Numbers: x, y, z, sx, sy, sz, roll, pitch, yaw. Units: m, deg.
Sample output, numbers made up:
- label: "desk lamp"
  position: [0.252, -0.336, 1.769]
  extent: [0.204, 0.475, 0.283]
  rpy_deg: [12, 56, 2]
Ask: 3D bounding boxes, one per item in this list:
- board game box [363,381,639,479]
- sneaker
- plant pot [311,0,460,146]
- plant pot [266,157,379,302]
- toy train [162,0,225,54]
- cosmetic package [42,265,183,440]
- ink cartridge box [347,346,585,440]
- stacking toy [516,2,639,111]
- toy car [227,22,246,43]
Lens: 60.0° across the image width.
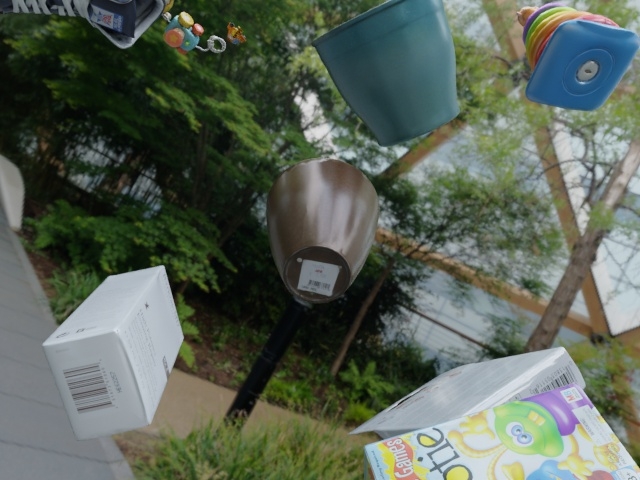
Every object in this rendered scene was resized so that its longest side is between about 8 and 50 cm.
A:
- label: "board game box"
  position: [0.203, 0.297, 0.651]
  extent: [0.142, 0.275, 0.144]
  rpy_deg: [-113, -167, -45]
- label: "sneaker"
  position: [-0.344, -0.322, 0.726]
  extent: [0.153, 0.282, 0.099]
  rpy_deg: [56, -30, 12]
- label: "plant pot"
  position: [0.158, -0.342, 1.130]
  extent: [0.255, 0.272, 0.272]
  rpy_deg: [64, -15, -15]
- label: "plant pot"
  position: [0.000, 0.000, 0.954]
  extent: [0.215, 0.215, 0.230]
  rpy_deg: [30, 26, -14]
- label: "toy train"
  position: [-0.214, -0.370, 0.879]
  extent: [0.125, 0.046, 0.166]
  rpy_deg: [2, -50, 13]
- label: "cosmetic package"
  position: [-0.231, 0.119, 0.659]
  extent: [0.085, 0.117, 0.231]
  rpy_deg: [-12, 15, 0]
- label: "ink cartridge box"
  position: [0.265, 0.336, 1.089]
  extent: [0.091, 0.308, 0.385]
  rpy_deg: [63, -30, 9]
- label: "stacking toy"
  position: [0.467, -0.403, 1.103]
  extent: [0.175, 0.165, 0.302]
  rpy_deg: [6, 41, -12]
- label: "toy car"
  position: [-0.225, -0.527, 1.402]
  extent: [0.060, 0.040, 0.122]
  rpy_deg: [46, 6, -5]
